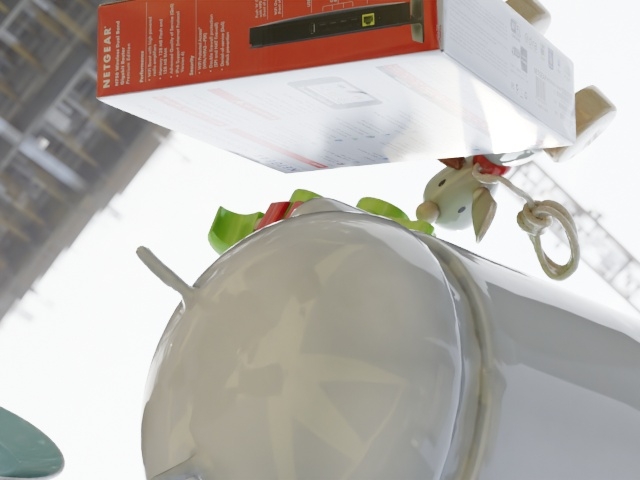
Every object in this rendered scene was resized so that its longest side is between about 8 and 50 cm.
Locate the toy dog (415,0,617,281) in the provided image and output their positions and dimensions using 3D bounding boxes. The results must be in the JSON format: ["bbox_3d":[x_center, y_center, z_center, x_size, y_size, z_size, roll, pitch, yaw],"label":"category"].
[{"bbox_3d":[0.164,-0.090,1.579,0.161,0.333,0.220,-26,-128,-29],"label":"toy dog"}]

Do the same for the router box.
[{"bbox_3d":[0.025,-0.138,1.307,0.301,0.335,0.082,-4,-100,25],"label":"router box"}]

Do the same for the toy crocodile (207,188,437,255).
[{"bbox_3d":[0.000,0.000,1.705,0.340,0.105,0.115,8,-113,55],"label":"toy crocodile"}]

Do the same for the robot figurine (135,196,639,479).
[{"bbox_3d":[0.057,0.104,0.777,0.200,0.353,0.300,-48,-140,29],"label":"robot figurine"}]

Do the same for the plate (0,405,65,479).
[{"bbox_3d":[-0.267,0.132,1.052,0.188,0.188,0.024,31,-79,57],"label":"plate"}]
